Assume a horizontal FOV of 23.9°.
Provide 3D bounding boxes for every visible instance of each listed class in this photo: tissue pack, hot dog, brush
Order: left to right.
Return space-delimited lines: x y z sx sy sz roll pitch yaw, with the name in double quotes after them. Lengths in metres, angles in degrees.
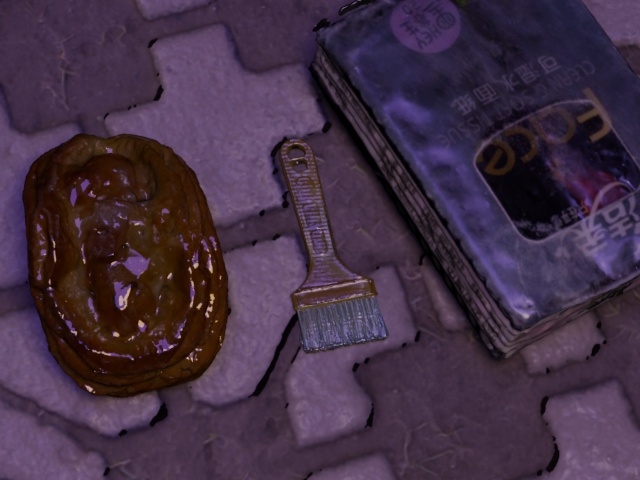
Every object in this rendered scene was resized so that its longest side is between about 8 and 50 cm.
-0.183 0.007 1.383 0.175 0.114 0.259 -13 72 -8 "hot dog"
0.000 0.000 1.448 0.082 0.010 0.218 -12 71 -7 "brush"
0.184 -0.097 1.435 0.259 0.122 0.361 -26 72 -15 "tissue pack"
